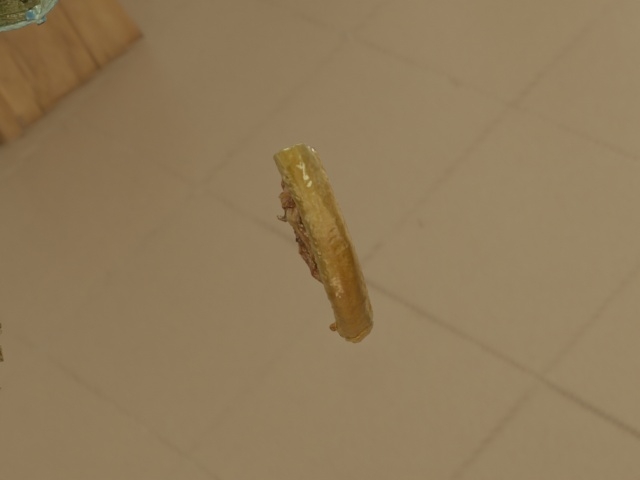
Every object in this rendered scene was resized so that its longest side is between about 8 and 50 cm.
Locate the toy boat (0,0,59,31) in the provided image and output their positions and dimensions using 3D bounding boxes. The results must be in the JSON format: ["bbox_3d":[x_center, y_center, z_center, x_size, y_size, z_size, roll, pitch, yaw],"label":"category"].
[{"bbox_3d":[-0.307,-0.228,1.643,0.173,0.069,0.059,-8,10,18],"label":"toy boat"}]

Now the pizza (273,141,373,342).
[{"bbox_3d":[0.002,0.001,1.860,0.056,0.271,0.134,-28,48,-10],"label":"pizza"}]

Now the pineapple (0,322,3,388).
[{"bbox_3d":[-0.340,0.115,1.574,0.161,0.137,0.176,-37,39,-2],"label":"pineapple"}]
